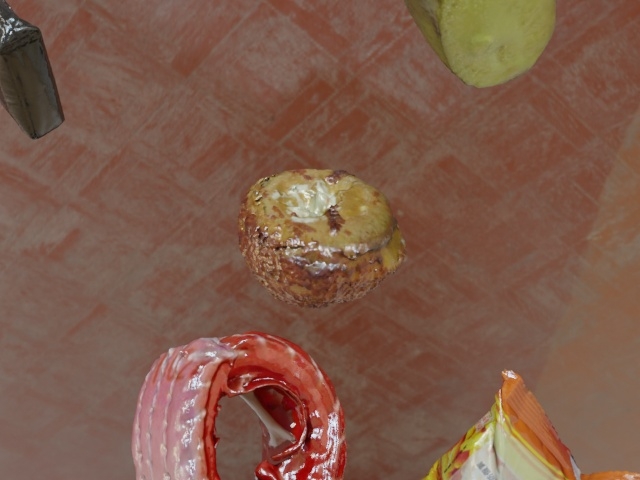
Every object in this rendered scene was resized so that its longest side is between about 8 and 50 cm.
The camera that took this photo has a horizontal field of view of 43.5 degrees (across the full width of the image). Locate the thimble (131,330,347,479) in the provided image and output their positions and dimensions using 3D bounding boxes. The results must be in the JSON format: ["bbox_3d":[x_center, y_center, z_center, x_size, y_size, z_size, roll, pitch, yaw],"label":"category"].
[{"bbox_3d":[-0.068,0.178,0.689,0.163,0.190,0.125,-3,167,-33],"label":"thimble"}]

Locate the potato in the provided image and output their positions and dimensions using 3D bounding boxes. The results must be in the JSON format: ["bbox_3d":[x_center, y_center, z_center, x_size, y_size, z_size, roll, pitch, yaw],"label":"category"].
[{"bbox_3d":[0.122,-0.263,0.697,0.141,0.176,0.298,-26,126,19],"label":"potato"}]

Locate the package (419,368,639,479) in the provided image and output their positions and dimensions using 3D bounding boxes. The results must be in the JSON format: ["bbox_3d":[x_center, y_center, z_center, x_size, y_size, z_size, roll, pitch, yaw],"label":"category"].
[{"bbox_3d":[0.149,0.276,0.739,0.223,0.108,0.288,38,97,-20],"label":"package"}]

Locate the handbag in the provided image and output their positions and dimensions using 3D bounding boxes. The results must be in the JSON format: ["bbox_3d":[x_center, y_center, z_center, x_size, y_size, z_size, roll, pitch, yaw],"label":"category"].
[{"bbox_3d":[-0.501,-0.294,1.225,0.223,0.080,0.247,43,155,15],"label":"handbag"}]

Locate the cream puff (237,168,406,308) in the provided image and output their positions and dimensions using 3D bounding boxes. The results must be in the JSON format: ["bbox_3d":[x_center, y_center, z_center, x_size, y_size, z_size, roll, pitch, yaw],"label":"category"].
[{"bbox_3d":[0.000,0.000,1.125,0.239,0.240,0.164,0,121,0],"label":"cream puff"}]
